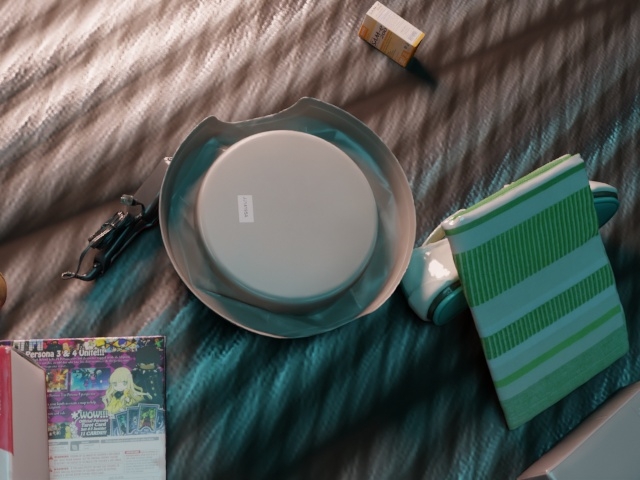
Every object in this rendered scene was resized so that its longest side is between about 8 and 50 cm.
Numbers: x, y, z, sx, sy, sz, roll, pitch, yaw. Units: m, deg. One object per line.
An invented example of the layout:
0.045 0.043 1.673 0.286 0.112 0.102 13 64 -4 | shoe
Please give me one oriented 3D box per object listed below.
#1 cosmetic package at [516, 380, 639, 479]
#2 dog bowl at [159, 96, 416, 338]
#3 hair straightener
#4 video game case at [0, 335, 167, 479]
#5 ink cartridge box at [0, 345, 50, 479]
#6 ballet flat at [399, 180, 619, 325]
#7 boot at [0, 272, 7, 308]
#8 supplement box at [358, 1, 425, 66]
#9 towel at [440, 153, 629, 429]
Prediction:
0.406 0.307 1.067 0.238 0.107 0.127 -30 78 -19 | cosmetic package
-0.048 -0.025 1.075 0.349 0.102 0.348 4 71 -12 | dog bowl
-0.271 -0.034 1.058 0.047 0.089 0.230 33 66 22 | hair straightener
-0.309 0.227 0.964 0.232 0.042 0.210 -1 69 -13 | video game case
-0.464 0.256 0.838 0.306 0.131 0.226 -9 69 -1 | ink cartridge box
0.278 -0.017 1.164 0.400 0.139 0.139 -27 76 -22 | ballet flat
-0.484 0.097 0.882 0.305 0.115 0.112 -17 110 -51 | boot
0.117 -0.343 1.287 0.098 0.062 0.036 35 66 4 | supplement box
0.313 0.070 1.091 0.248 0.038 0.324 -27 108 -19 | towel
